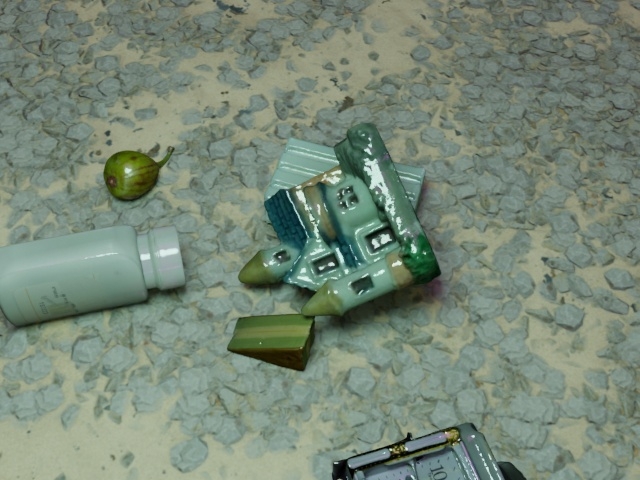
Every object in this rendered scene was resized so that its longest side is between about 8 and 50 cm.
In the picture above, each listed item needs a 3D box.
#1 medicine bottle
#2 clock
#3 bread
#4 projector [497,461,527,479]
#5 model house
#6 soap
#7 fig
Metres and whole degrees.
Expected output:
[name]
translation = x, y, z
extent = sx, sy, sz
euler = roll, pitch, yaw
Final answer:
[medicine bottle]
translation = -0.376, 0.051, 1.406
extent = 0.296, 0.161, 0.111
euler = -10, 57, -8
[clock]
translation = 0.135, 0.341, 0.973
extent = 0.186, 0.083, 0.253
euler = -12, 53, -13
[bread]
translation = -0.083, 0.151, 1.390
extent = 0.139, 0.084, 0.074
euler = 15, 56, 10
[projector]
translation = 0.165, 0.538, 1.026
extent = 0.405, 0.242, 0.395
euler = -25, 56, -20
[model house]
translation = 0.000, 0.000, 1.391
extent = 0.325, 0.194, 0.267
euler = -25, 83, 8
[soap]
translation = 0.046, -0.081, 1.556
extent = 0.265, 0.087, 0.160
euler = 14, 58, 8
[fig]
translation = -0.326, -0.141, 1.593
extent = 0.166, 0.093, 0.093
euler = -32, 61, -27
